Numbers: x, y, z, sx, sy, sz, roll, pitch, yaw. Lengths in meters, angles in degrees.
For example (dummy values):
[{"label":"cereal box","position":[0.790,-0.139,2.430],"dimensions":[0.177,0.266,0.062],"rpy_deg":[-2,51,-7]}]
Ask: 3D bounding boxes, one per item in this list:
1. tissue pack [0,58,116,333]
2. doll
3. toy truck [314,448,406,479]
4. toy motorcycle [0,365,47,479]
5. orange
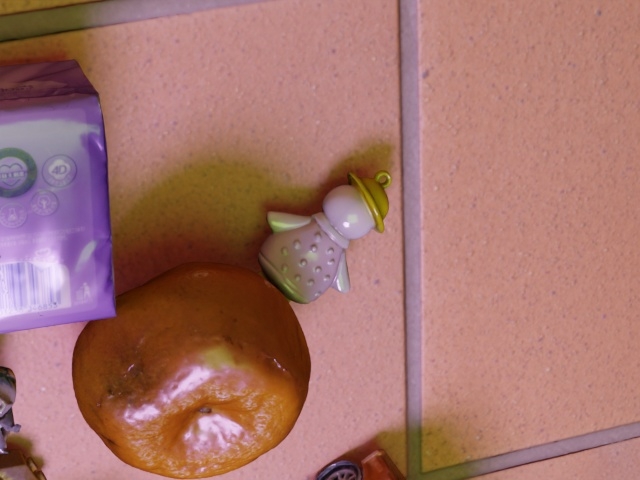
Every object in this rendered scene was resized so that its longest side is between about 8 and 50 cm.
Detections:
[{"label":"tissue pack","position":[-0.376,-0.032,1.454],"dimensions":[0.338,0.160,0.242],"rpy_deg":[-7,117,-16]},{"label":"doll","position":[0.000,0.000,1.659],"dimensions":[0.207,0.081,0.129],"rpy_deg":[-44,110,2]},{"label":"toy truck","position":[-0.026,0.441,1.802],"dimensions":[0.387,0.207,0.173],"rpy_deg":[-35,122,-1]},{"label":"toy motorcycle","position":[-0.355,0.213,1.630],"dimensions":[0.130,0.094,0.229],"rpy_deg":[-32,133,-8]},{"label":"orange","position":[-0.136,0.118,1.596],"dimensions":[0.249,0.183,0.249],"rpy_deg":[-7,134,-8]}]
